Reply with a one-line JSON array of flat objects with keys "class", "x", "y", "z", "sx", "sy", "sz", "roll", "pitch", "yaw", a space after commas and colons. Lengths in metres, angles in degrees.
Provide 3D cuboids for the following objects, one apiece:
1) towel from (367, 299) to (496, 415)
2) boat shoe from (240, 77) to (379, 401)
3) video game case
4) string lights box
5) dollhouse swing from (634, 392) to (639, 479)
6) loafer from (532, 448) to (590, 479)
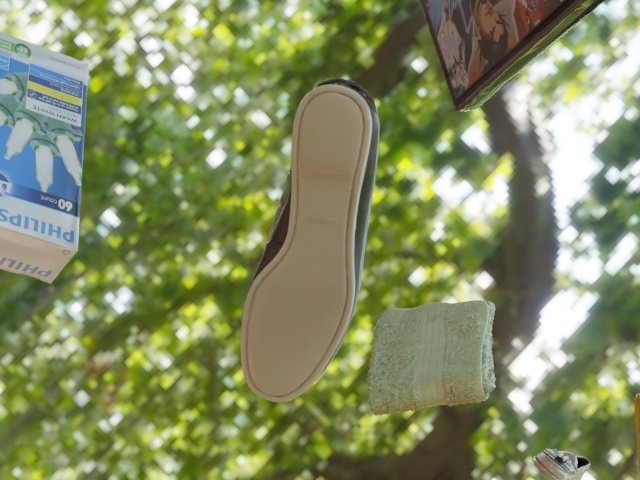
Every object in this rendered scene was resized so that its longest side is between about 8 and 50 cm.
[{"class": "towel", "x": 0.092, "y": 0.094, "z": 1.379, "sx": 0.148, "sy": 0.110, "sz": 0.027, "roll": -78, "pitch": 156, "yaw": -60}, {"class": "boat shoe", "x": 0.000, "y": 0.000, "z": 1.688, "sx": 0.112, "sy": 0.335, "sz": 0.095, "roll": 15, "pitch": 11, "yaw": 11}, {"class": "video game case", "x": 0.174, "y": -0.298, "z": 1.685, "sx": 0.275, "sy": 0.035, "sz": 0.248, "roll": -40, "pitch": -117, "yaw": 59}, {"class": "string lights box", "x": -0.328, "y": -0.093, "z": 1.777, "sx": 0.133, "sy": 0.259, "sz": 0.077, "roll": 18, "pitch": -40, "yaw": -27}, {"class": "dollhouse swing", "x": 0.491, "y": 0.257, "z": 1.343, "sx": 0.347, "sy": 0.315, "sz": 0.305, "roll": -14, "pitch": -20, "yaw": 38}, {"class": "loafer", "x": 0.263, "y": 0.242, "z": 1.793, "sx": 0.045, "sy": 0.039, "sz": 0.125, "roll": 45, "pitch": 4, "yaw": 24}]
